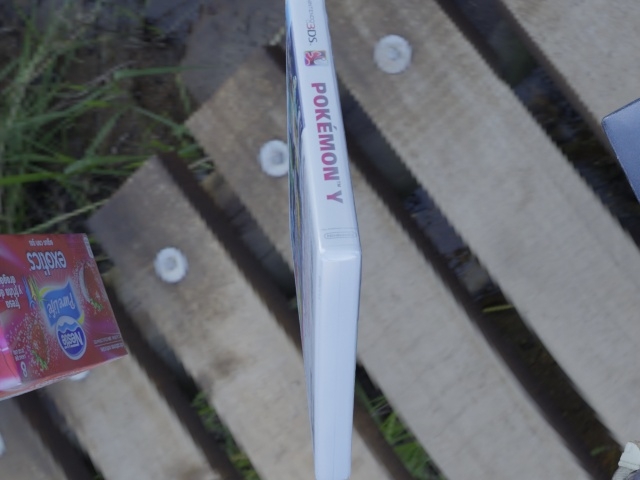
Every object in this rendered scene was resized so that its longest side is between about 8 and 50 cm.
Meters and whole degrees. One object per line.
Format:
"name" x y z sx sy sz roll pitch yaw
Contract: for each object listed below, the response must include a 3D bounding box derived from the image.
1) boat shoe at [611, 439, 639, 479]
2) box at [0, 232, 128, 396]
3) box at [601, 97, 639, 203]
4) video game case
"boat shoe" 0.285 0.228 1.161 0.103 0.285 0.092 27 89 3
"box" -0.271 0.070 1.163 0.128 0.257 0.122 -19 87 10
"box" 0.441 -0.080 1.105 0.343 0.312 0.179 -28 76 20
"video game case" 0.000 0.000 0.755 0.023 0.201 0.183 -4 50 -3
